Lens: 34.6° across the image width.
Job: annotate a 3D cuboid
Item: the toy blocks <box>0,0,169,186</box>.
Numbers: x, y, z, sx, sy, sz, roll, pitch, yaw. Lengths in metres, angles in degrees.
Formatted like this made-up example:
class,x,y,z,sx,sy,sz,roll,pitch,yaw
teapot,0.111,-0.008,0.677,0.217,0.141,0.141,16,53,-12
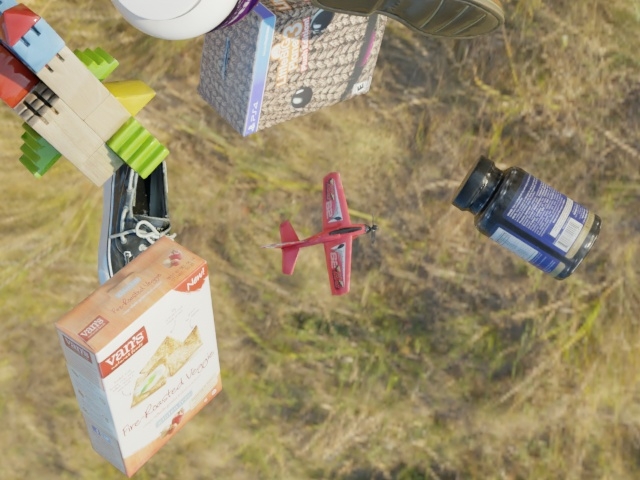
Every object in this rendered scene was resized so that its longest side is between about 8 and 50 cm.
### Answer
class,x,y,z,sx,sy,sz,roll,pitch,yaw
toy blocks,-0.389,-0.234,1.302,0.381,0.191,0.261,38,173,37

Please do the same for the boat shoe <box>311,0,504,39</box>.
class,x,y,z,sx,sy,sz,roll,pitch,yaw
boat shoe,0.125,-0.360,1.413,0.307,0.104,0.111,8,156,-31

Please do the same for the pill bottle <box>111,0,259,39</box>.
class,x,y,z,sx,sy,sz,roll,pitch,yaw
pill bottle,-0.178,-0.362,1.363,0.182,0.323,0.181,2,106,6

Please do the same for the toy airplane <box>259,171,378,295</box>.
class,x,y,z,sx,sy,sz,roll,pitch,yaw
toy airplane,0.000,0.000,1.215,0.151,0.151,0.028,-8,165,25

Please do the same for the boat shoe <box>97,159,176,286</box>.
class,x,y,z,sx,sy,sz,roll,pitch,yaw
boat shoe,-0.293,-0.013,1.708,0.105,0.306,0.113,-10,164,42

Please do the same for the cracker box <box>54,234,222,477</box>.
class,x,y,z,sx,sy,sz,roll,pitch,yaw
cracker box,-0.186,0.128,1.102,0.067,0.156,0.232,30,144,26

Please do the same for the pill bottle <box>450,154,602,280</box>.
class,x,y,z,sx,sy,sz,roll,pitch,yaw
pill bottle,0.325,-0.041,1.641,0.219,0.123,0.123,32,136,1

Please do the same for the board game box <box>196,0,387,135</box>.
class,x,y,z,sx,sy,sz,roll,pitch,yaw
board game box,-0.044,-0.344,1.748,0.141,0.291,0.232,44,141,29
